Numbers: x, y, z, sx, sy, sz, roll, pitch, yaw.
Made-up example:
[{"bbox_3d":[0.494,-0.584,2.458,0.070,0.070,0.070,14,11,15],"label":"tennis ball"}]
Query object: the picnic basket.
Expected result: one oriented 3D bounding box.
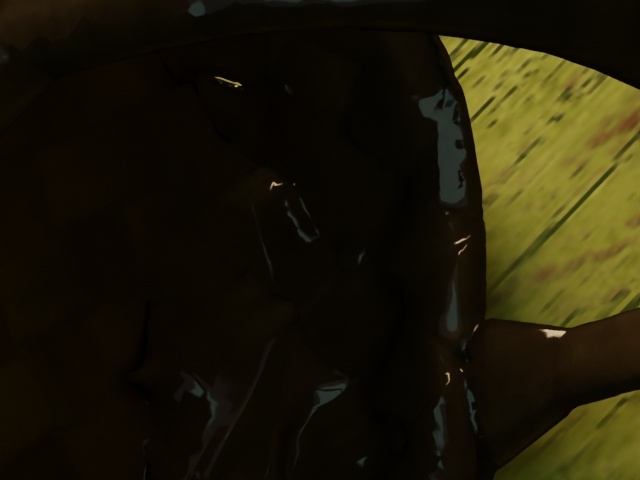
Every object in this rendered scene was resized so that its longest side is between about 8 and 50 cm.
[{"bbox_3d":[0.000,0.000,0.550,0.337,0.293,0.337,-19,56,30],"label":"picnic basket"}]
